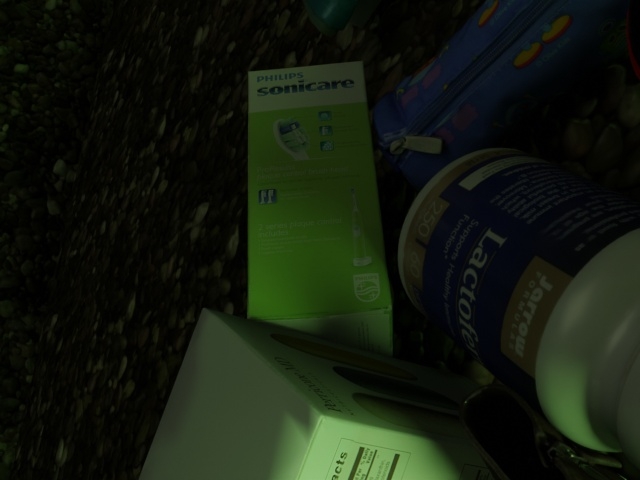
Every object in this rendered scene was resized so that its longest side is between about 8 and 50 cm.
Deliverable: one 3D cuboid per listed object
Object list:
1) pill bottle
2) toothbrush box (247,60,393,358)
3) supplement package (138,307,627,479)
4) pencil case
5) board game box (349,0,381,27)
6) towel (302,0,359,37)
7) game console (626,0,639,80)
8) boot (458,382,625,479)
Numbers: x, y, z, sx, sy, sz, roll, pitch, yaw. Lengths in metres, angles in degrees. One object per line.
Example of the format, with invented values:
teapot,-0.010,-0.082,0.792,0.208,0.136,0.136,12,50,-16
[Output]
pill bottle,0.175,0.042,0.535,0.153,0.153,0.265,-65,30,10
toothbrush box,0.000,0.000,0.789,0.206,0.122,0.283,82,-175,-56
supplement package,0.029,0.196,0.578,0.199,0.263,0.198,27,98,60
pencil case,0.165,-0.153,0.683,0.119,0.133,0.306,53,131,6
board game box,0.084,-0.500,1.083,0.318,0.066,0.318,-52,35,29
towel,0.079,-0.453,0.965,0.370,0.040,0.271,-50,38,28
game console,0.259,-0.205,0.227,0.386,0.060,0.342,-170,94,-69
boot,0.167,0.200,0.396,0.090,0.207,0.248,-41,33,7
